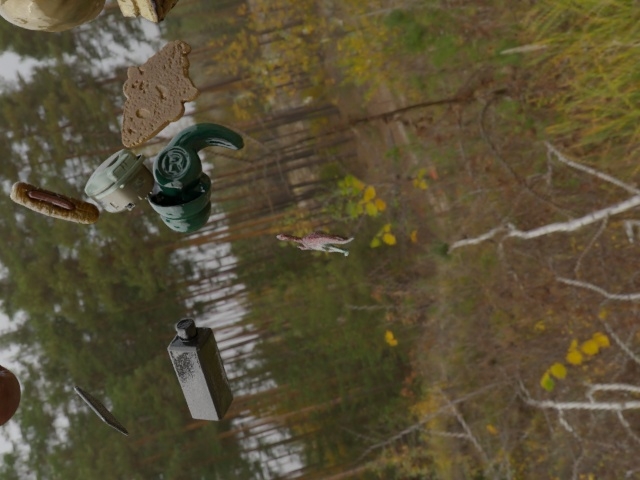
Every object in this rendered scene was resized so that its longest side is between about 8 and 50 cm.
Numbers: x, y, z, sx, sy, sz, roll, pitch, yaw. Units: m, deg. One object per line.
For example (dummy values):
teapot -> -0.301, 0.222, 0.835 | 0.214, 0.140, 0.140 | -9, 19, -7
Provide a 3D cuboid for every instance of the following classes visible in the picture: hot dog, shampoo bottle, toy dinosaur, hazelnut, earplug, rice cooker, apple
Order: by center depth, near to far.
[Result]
apple -> -0.669, 0.300, 1.457 | 0.120, 0.153, 0.153 | -63, 12, 5
hazelnut -> -0.597, -0.564, 1.601 | 0.261, 0.241, 0.261 | -3, -90, -70
shampoo bottle -> -0.260, 0.276, 1.602 | 0.080, 0.079, 0.246 | -64, -32, -53
rice cooker -> -0.488, -0.142, 1.808 | 0.206, 0.145, 0.127 | -4, 133, 51
hot dog -> -0.652, -0.090, 1.826 | 0.047, 0.216, 0.066 | -29, 46, 57
toy dinosaur -> 0.000, 0.000, 1.848 | 0.242, 0.167, 0.053 | 177, 104, -72
earplug -> -0.332, -0.154, 1.928 | 0.164, 0.257, 0.280 | 26, 133, 32

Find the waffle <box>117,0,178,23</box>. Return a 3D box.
waffle -> -0.286, -0.580, 1.379 | 0.212, 0.091, 0.308 | 79, -146, -56

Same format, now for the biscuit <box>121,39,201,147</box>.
biscuit -> -0.341, -0.303, 1.545 | 0.162, 0.250, 0.035 | 30, 177, 13

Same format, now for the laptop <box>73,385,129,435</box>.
laptop -> -0.645, 0.501, 2.181 | 0.180, 0.016, 0.129 | 33, 165, 35
